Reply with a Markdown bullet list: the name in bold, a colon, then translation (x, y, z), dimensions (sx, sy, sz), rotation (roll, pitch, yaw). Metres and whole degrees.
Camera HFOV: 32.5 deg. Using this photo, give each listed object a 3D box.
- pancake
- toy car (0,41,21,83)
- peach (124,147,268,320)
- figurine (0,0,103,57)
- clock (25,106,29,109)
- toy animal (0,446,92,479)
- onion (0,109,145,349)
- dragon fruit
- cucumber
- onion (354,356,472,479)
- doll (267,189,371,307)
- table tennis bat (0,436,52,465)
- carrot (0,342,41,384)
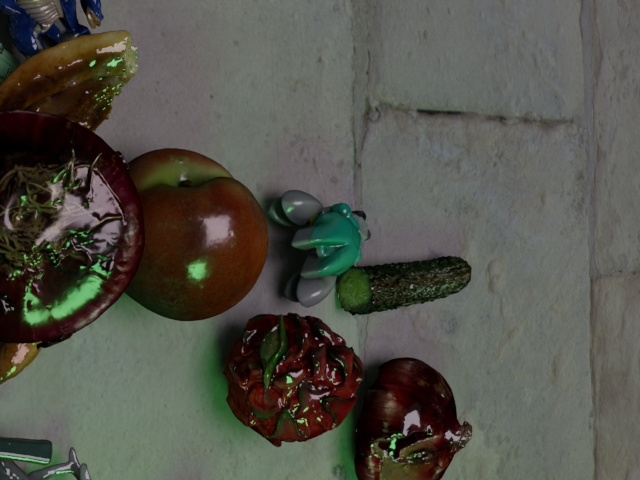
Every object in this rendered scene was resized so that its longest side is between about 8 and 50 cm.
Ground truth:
- **pancake**: translation (-0.354, -0.155, 1.525), dimensions (0.266, 0.057, 0.244), rotation (-21, 129, -11)
- **toy car**: translation (-0.438, -0.232, 1.524), dimensions (0.122, 0.035, 0.059), rotation (40, 61, -57)
- **peach**: translation (-0.204, -0.004, 1.609), dimensions (0.252, 0.252, 0.252), rotation (1, 88, -45)
- **figurine**: translation (-0.397, -0.344, 1.524), dimensions (0.164, 0.121, 0.262), rotation (-50, 138, -33)
- **clock**: translation (-0.394, -0.178, 1.576), dimensions (0.083, 0.010, 0.074), rotation (-40, 128, -47)
- **toy animal**: translation (-0.406, 0.346, 1.505), dimensions (0.206, 0.081, 0.367), rotation (-3, 93, -30)
- **onion**: translation (-0.385, -0.015, 1.441), dimensions (0.314, 0.232, 0.313), rotation (-1, 97, -11)
- **dragon fruit**: translation (-0.033, 0.233, 1.805), dimensions (0.293, 0.234, 0.233), rotation (38, 62, -58)
- **cucumber**: translation (0.178, 0.083, 2.106), dimensions (0.359, 0.096, 0.096), rotation (-3, 91, -48)
- **onion**: translation (0.182, 0.359, 2.028), dimensions (0.272, 0.195, 0.272), rotation (-8, 100, -54)
- **doll**: translation (0.004, 0.020, 1.908), dimensions (0.258, 0.153, 0.195), rotation (27, 51, -59)
- **table tennis bat**: translation (-0.478, 0.259, 1.406), dimensions (0.274, 0.021, 0.154), rotation (13, 68, -30)
- **carrot**: translation (-0.400, 0.119, 1.535), dimensions (0.072, 0.072, 0.205), rotation (47, 61, -34)
